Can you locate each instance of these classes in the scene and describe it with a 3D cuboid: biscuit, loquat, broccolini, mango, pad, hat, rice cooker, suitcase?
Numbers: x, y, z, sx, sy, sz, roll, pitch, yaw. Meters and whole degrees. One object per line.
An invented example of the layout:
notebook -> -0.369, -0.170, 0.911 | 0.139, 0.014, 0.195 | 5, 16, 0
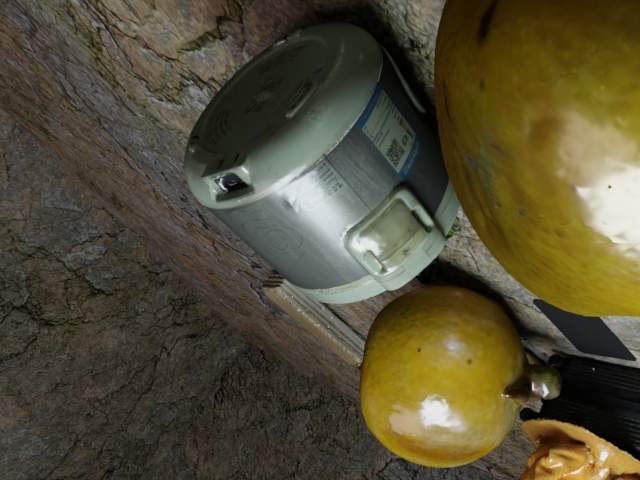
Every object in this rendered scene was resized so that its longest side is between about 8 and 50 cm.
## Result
biscuit -> 0.005, 0.254, 1.886 | 0.426, 0.078, 0.144 | 43, 160, -22
loquat -> 0.238, 0.236, 1.085 | 0.359, 0.328, 0.328 | -1, 145, 26
broccolini -> 0.194, 0.029, 1.051 | 0.071, 0.057, 0.254 | -8, 163, -4
mango -> 0.227, -0.061, 0.487 | 0.301, 0.220, 0.445 | 49, 178, 32
pad -> 0.432, 0.147, 0.998 | 0.157, 0.003, 0.112 | 43, 160, -21
hat -> 0.392, 0.444, 0.966 | 0.244, 0.233, 0.233 | 27, 158, 24
rice cooker -> 0.012, -0.085, 0.736 | 0.288, 0.288, 0.277 | 11, 152, 51
suitcase -> 0.550, 0.334, 1.013 | 0.229, 0.152, 0.335 | 44, 160, -25

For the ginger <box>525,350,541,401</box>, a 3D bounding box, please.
ginger -> 0.423, 0.285, 1.249 | 0.095, 0.069, 0.190 | 53, 177, 39
